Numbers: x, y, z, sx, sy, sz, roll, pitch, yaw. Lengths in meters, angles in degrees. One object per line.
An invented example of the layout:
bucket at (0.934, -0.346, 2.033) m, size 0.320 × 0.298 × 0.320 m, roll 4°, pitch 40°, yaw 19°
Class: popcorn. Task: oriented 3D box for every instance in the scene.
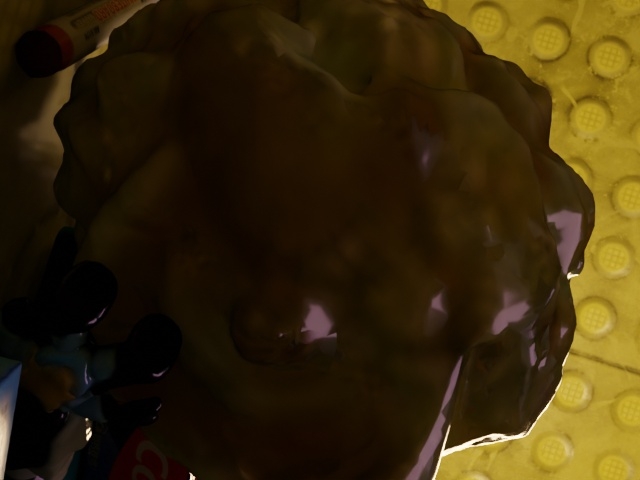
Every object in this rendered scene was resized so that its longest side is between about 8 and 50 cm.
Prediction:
popcorn at (0.006, 0.007, 0.591) m, size 0.279 × 0.335 × 0.274 m, roll -38°, pitch -171°, yaw -8°

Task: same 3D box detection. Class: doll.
doll at (-0.141, 0.072, 0.505) m, size 0.195 × 0.096 × 0.070 m, roll -34°, pitch -162°, yaw 43°

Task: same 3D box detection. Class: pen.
pen at (-0.118, -0.138, 0.638) m, size 0.239 × 0.028 × 0.028 m, roll -63°, pitch 169°, yaw -64°

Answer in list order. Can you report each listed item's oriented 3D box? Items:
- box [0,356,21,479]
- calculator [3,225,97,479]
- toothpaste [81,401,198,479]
box at (-0.196, 0.141, 0.371) m, size 0.232 × 0.083 × 0.142 m, roll -67°, pitch 172°, yaw -66°
calculator at (-0.174, 0.125, 0.761) m, size 0.248 × 0.058 × 0.274 m, roll 64°, pitch 44°, yaw -83°
toothpaste at (-0.135, 0.240, 0.763) m, size 0.066 × 0.076 × 0.320 m, roll -57°, pitch 162°, yaw -61°
